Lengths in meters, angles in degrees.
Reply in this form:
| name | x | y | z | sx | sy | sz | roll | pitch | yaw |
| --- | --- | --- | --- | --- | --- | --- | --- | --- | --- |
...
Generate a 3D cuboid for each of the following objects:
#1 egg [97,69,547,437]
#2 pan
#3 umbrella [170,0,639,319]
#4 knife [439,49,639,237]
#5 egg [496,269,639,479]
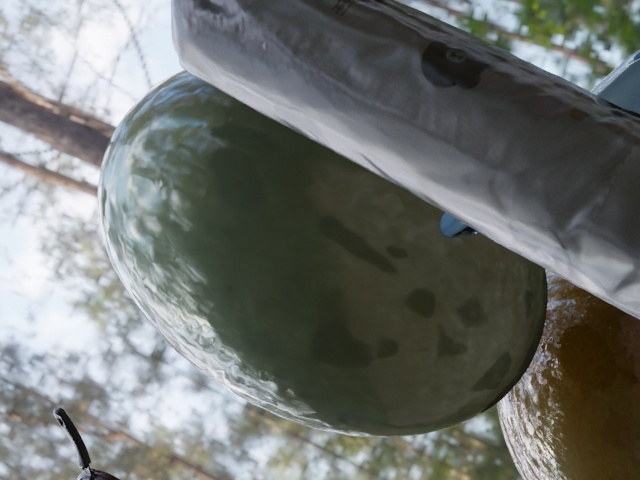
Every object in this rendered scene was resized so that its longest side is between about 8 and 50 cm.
| name | x | y | z | sx | sy | sz | roll | pitch | yaw |
| --- | --- | --- | --- | --- | --- | --- | --- | --- | --- |
| egg | 0.000 | 0.000 | 1.061 | 0.258 | 0.352 | 0.258 | -56 | -19 | -31 |
| pan | -0.146 | 0.159 | 0.923 | 0.023 | 0.068 | 0.115 | -43 | -68 | -40 |
| umbrella | 0.065 | -0.042 | 0.579 | 0.067 | 0.337 | 0.073 | -34 | -40 | -32 |
| knife | 0.119 | -0.043 | 0.713 | 0.313 | 0.044 | 0.019 | 132 | 143 | -71 |
| egg | 0.318 | 0.162 | 1.380 | 0.282 | 0.282 | 0.351 | -46 | -71 | -30 |
